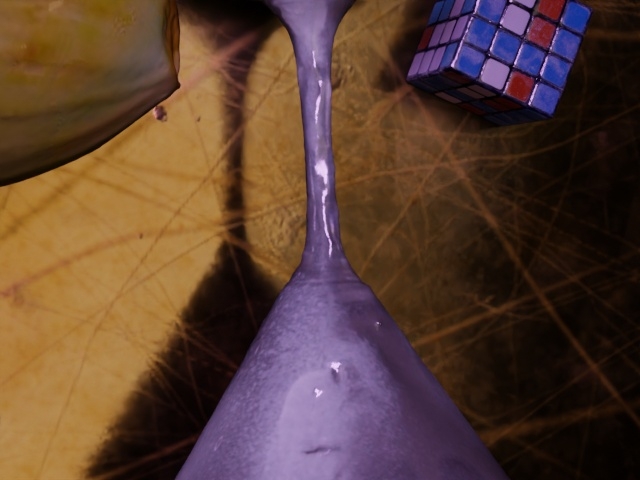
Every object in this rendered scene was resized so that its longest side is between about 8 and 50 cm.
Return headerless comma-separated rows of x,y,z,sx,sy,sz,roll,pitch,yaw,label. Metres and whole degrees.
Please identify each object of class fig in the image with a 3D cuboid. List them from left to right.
-0.220,-0.141,1.122,0.271,0.239,0.239,14,86,-6,fig

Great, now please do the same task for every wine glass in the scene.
0.000,0.000,1.198,0.267,0.267,0.406,-3,87,-18,wine glass

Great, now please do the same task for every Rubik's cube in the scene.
0.134,-0.147,1.317,0.092,0.092,0.092,23,83,-18,Rubik's cube
